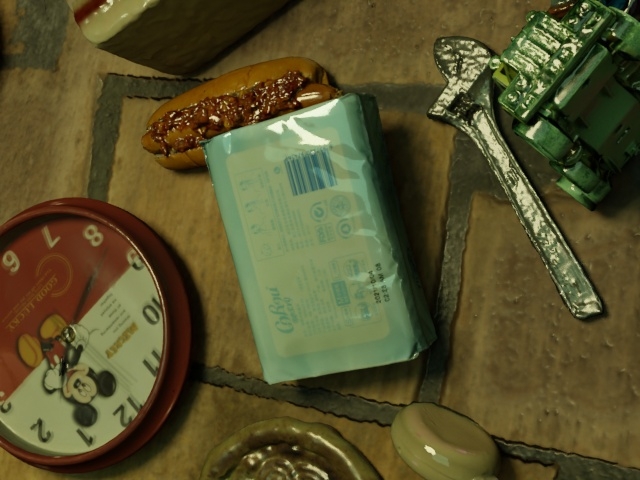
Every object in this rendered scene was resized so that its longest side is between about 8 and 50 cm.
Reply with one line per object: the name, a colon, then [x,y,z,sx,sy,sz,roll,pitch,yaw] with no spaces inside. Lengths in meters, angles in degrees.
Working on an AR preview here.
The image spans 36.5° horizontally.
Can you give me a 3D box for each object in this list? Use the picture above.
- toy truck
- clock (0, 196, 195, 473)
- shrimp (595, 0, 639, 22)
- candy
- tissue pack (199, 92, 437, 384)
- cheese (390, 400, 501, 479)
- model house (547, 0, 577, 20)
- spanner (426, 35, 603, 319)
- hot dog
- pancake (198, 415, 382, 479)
toy truck: [0.209,-0.126,0.834,0.135,0.259,0.128,42,101,21]
clock: [-0.288,0.108,1.123,0.319,0.080,0.318,-2,85,18]
shrimp: [0.360,-0.364,0.887,0.221,0.110,0.445,31,94,29]
candy: [-0.106,-0.317,1.034,0.321,0.179,0.135,-35,72,16]
tissue pack: [0.000,0.000,0.982,0.177,0.089,0.263,-14,95,22]
cheese: [0.141,0.213,0.922,0.171,0.092,0.047,30,111,30]
model house: [0.219,-0.262,0.836,0.119,0.148,0.148,-11,105,33]
spanner: [0.191,-0.067,0.966,0.093,0.026,0.325,-31,75,16]
hot dog: [-0.090,-0.140,1.065,0.249,0.076,0.102,-11,77,23]
pancake: [-0.041,0.294,1.024,0.235,0.029,0.212,-37,71,14]
